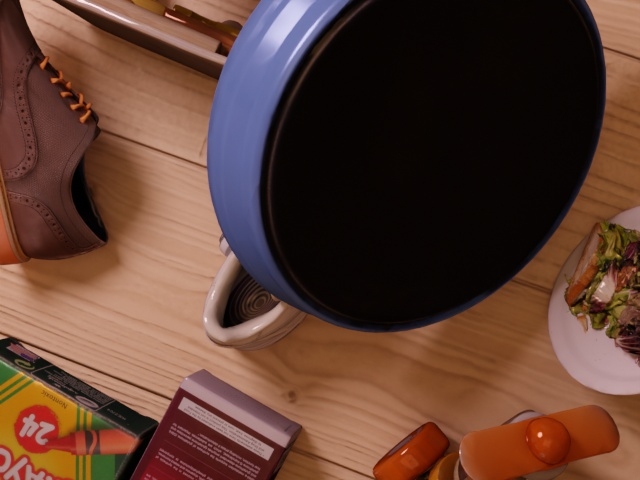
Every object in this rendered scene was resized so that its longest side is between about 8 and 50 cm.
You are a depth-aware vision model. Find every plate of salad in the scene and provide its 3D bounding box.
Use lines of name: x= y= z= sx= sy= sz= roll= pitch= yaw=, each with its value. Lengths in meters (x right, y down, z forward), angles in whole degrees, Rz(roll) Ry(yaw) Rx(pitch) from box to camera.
plate of salad: x=0.296 y=0.048 z=1.031 sx=0.048 sy=0.200 sz=0.200 roll=35 pitch=98 yaw=-37

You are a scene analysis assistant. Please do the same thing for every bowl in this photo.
bowl: x=0.092 y=-0.090 z=0.971 sx=0.391 sy=0.391 sz=0.077 roll=-54 pitch=40 yaw=6

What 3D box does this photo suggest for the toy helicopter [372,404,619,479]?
toy helicopter: x=0.133 y=0.239 z=0.961 sx=0.235 sy=0.355 sz=0.140 roll=-41 pitch=85 yaw=25

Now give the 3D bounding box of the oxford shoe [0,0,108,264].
oxford shoe: x=-0.291 y=-0.149 z=1.103 sx=0.133 sy=0.130 sz=0.363 roll=-3 pitch=119 yaw=2

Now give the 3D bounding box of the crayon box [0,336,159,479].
crayon box: x=-0.337 y=0.292 z=1.173 sx=0.202 sy=0.081 sz=0.318 roll=28 pitch=96 yaw=7

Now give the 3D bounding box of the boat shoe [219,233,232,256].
boat shoe: x=-0.062 y=-0.045 z=1.144 sx=0.040 sy=0.049 sz=0.142 roll=42 pitch=96 yaw=25

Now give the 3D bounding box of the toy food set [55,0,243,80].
toy food set: x=-0.143 y=-0.230 z=1.061 sx=0.306 sy=0.220 sz=0.092 roll=24 pitch=92 yaw=8

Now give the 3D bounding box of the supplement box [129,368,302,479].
supplement box: x=-0.133 y=0.272 z=1.145 sx=0.130 sy=0.073 sz=0.239 roll=29 pitch=94 yaw=8

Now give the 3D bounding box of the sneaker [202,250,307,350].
sneaker: x=0.000 y=0.000 z=1.079 sx=0.114 sy=0.152 sz=0.305 roll=42 pitch=95 yaw=8
